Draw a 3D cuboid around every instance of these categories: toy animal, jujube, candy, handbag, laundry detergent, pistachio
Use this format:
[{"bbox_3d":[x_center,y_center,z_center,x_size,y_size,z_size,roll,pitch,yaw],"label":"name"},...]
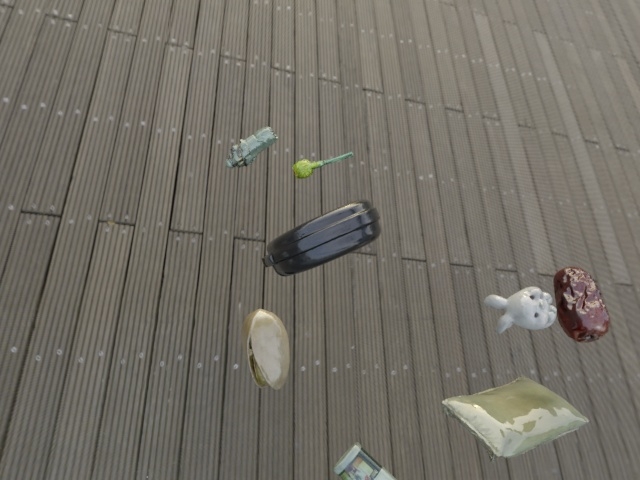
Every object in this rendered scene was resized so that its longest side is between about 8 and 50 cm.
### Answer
[{"bbox_3d":[0.633,0.219,1.449,0.193,0.179,0.127,5,70,-41],"label":"toy animal"},{"bbox_3d":[0.425,0.104,0.768,0.078,0.077,0.129,8,55,-16],"label":"jujube"},{"bbox_3d":[0.009,-0.300,1.807,0.077,0.262,0.073,0,79,-61],"label":"candy"},{"bbox_3d":[0.001,0.001,1.016,0.254,0.308,0.093,-25,90,-16],"label":"handbag"},{"bbox_3d":[0.146,0.639,1.205,0.226,0.070,0.099,41,89,12],"label":"laundry detergent"},{"bbox_3d":[-0.149,0.293,1.260,0.152,0.126,0.223,-31,111,-64],"label":"pistachio"}]

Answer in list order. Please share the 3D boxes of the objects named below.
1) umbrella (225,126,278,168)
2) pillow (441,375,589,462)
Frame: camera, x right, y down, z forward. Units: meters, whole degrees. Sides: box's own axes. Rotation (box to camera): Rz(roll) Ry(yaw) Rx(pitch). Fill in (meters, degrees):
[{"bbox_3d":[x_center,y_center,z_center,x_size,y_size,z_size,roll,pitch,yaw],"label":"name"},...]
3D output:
[{"bbox_3d":[-0.170,-0.221,1.116,0.062,0.144,0.067,52,13,-18],"label":"umbrella"},{"bbox_3d":[0.287,0.254,0.680,0.208,0.119,0.053,-2,107,-33],"label":"pillow"}]
